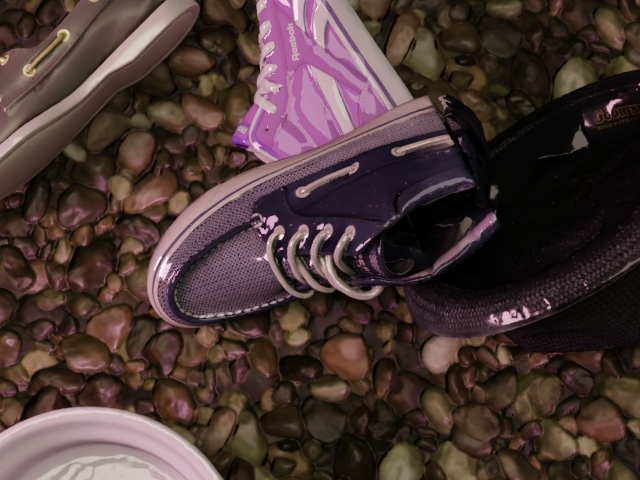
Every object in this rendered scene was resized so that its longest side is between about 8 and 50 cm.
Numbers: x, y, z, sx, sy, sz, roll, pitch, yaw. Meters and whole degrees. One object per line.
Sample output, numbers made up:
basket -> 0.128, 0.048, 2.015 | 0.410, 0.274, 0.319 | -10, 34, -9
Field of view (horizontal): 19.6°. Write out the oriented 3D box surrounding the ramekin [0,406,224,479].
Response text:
ramekin -> -0.197, 0.288, 1.626 | 0.277, 0.135, 0.277 | 0, 81, 1

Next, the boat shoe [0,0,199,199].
boat shoe -> -0.250, -0.144, 1.706 | 0.305, 0.109, 0.091 | -43, 83, -11

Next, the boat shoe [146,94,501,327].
boat shoe -> 0.000, 0.000, 1.620 | 0.340, 0.158, 0.127 | -31, 118, 8

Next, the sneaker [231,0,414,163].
sneaker -> -0.038, -0.170, 1.709 | 0.161, 0.102, 0.282 | -33, 83, -1

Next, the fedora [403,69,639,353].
fedora -> 0.242, 0.002, 1.628 | 0.334, 0.334, 0.152 | -44, 117, -5
